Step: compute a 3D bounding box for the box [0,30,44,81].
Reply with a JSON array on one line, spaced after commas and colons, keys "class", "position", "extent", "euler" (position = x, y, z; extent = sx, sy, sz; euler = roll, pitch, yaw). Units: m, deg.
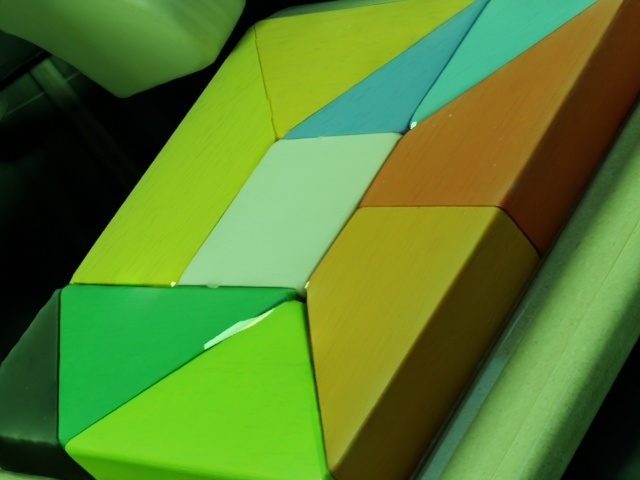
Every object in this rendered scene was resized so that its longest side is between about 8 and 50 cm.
[{"class": "box", "position": [-0.099, -0.297, 0.818], "extent": [0.395, 0.293, 0.212], "euler": [-34, 27, 5]}]

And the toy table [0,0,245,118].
[{"class": "toy table", "position": [-0.150, -0.090, 0.660], "extent": [0.274, 0.161, 0.252], "euler": [-57, 23, -12]}]

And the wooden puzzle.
[{"class": "wooden puzzle", "position": [0.000, 0.000, 0.508], "extent": [0.221, 0.044, 0.239], "euler": [0, 44, 50]}]
